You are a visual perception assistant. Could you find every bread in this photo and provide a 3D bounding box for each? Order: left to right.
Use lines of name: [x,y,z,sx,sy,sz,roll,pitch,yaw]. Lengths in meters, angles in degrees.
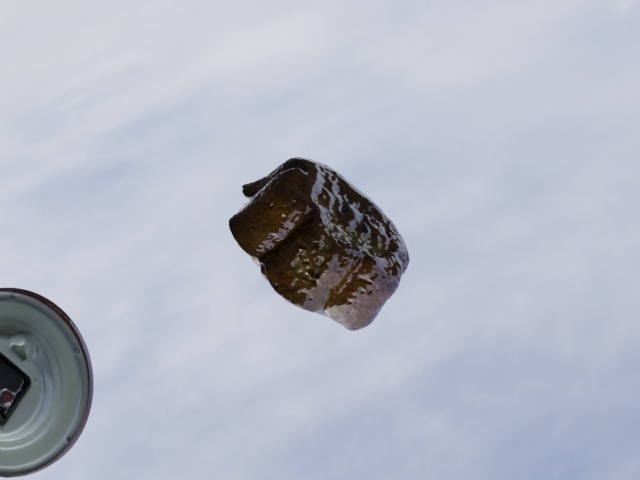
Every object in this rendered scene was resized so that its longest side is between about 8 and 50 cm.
bread: [0.003,0.010,1.380,0.135,0.246,0.232,-45,-165,28]

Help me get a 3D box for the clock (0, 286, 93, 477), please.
clock: [-0.528,0.238,1.779,0.318,0.319,0.080,-19,175,15]
